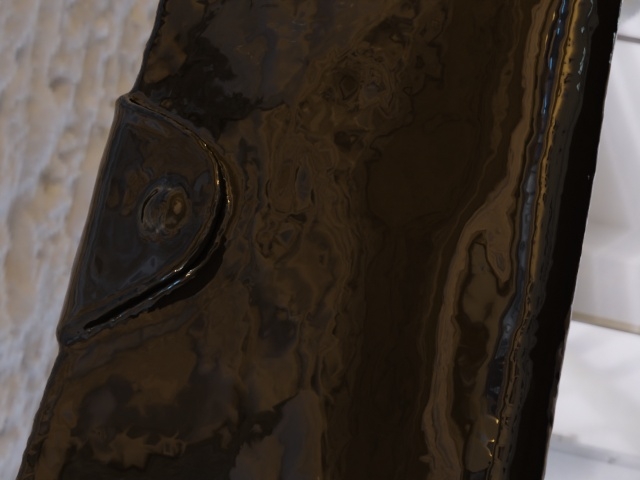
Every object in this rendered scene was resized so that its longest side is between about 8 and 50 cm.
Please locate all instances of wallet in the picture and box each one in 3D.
[{"bbox_3d":[0.000,0.000,0.430,0.051,0.197,0.377,54,47,-63],"label":"wallet"}]
